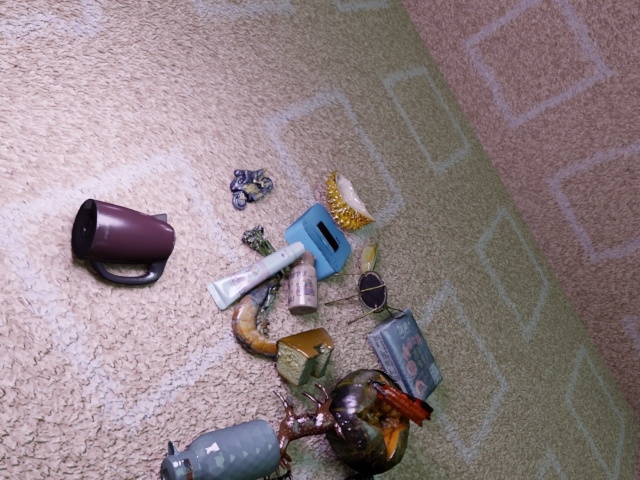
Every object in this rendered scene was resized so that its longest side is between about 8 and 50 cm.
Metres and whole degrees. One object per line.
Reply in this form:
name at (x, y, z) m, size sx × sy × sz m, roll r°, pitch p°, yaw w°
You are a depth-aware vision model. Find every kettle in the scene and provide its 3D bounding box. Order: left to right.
kettle at (-0.488, 0.011, 1.309) m, size 0.232 × 0.144 × 0.202 m, roll 14°, pitch 80°, yaw -44°

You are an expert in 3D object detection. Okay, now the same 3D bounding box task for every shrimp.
shrimp at (-0.151, 0.227, 1.594) m, size 0.222 × 0.054 × 0.290 m, roll 44°, pitch 47°, yaw -19°

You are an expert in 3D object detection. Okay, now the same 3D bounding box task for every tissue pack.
tissue pack at (0.327, 0.440, 1.939) m, size 0.228 × 0.103 × 0.315 m, roll -25°, pitch 89°, yaw -51°

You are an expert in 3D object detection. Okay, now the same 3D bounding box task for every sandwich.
sandwich at (-0.026, 0.346, 1.591) m, size 0.128 × 0.122 × 0.236 m, roll 29°, pitch 22°, yaw 31°

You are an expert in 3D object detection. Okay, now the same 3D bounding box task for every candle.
candle at (0.245, 0.486, 1.572) m, size 0.302 × 0.059 × 0.084 m, roll 38°, pitch 33°, yaw -29°

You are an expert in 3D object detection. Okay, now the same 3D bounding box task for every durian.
durian at (0.086, -0.146, 1.975) m, size 0.183 × 0.138 × 0.249 m, roll -11°, pitch 71°, yaw -46°

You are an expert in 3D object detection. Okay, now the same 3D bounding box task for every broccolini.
broccolini at (-0.166, 0.035, 1.648) m, size 0.201 × 0.074 × 0.058 m, roll 47°, pitch 24°, yaw -1°

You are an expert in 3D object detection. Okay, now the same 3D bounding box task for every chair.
chair at (0.182, 0.192, 1.857) m, size 0.326 × 0.170 × 0.160 m, roll -5°, pitch 29°, yaw -42°

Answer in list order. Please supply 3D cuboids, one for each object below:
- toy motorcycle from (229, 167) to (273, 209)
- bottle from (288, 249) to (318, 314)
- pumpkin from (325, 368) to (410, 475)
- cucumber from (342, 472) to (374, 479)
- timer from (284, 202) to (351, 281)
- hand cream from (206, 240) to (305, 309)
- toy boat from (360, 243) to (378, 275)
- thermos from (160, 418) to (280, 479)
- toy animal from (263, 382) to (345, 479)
toy motorcycle at (-0.239, -0.189, 1.720) m, size 0.193 × 0.061 × 0.124 m, roll -39°, pitch 106°, yaw -40°
bottle at (-0.065, 0.133, 1.706) m, size 0.110 × 0.097 × 0.209 m, roll 6°, pitch 62°, yaw -18°
pumpkin at (0.149, 0.567, 1.620) m, size 0.320 × 0.192 × 0.320 m, roll 24°, pitch 51°, yaw -35°
cucumber at (0.048, 0.747, 1.517) m, size 0.300 × 0.072 × 0.072 m, roll 4°, pitch 67°, yaw -43°
timer at (0.000, 0.000, 1.878) m, size 0.232 × 0.091 × 0.250 m, roll 55°, pitch 29°, yaw -8°
hand cream at (-0.189, 0.097, 1.581) m, size 0.331 × 0.058 × 0.085 m, roll -30°, pitch 87°, yaw -28°
toy boat at (0.193, 0.070, 2.029) m, size 0.066 × 0.065 × 0.172 m, roll 60°, pitch 36°, yaw -39°
thermos at (-0.244, 0.553, 1.262) m, size 0.287 × 0.145 × 0.182 m, roll 1°, pitch 67°, yaw -44°
toy animal at (-0.062, 0.536, 1.447) m, size 0.087 × 0.244 × 0.260 m, roll 81°, pitch -7°, yaw -46°
